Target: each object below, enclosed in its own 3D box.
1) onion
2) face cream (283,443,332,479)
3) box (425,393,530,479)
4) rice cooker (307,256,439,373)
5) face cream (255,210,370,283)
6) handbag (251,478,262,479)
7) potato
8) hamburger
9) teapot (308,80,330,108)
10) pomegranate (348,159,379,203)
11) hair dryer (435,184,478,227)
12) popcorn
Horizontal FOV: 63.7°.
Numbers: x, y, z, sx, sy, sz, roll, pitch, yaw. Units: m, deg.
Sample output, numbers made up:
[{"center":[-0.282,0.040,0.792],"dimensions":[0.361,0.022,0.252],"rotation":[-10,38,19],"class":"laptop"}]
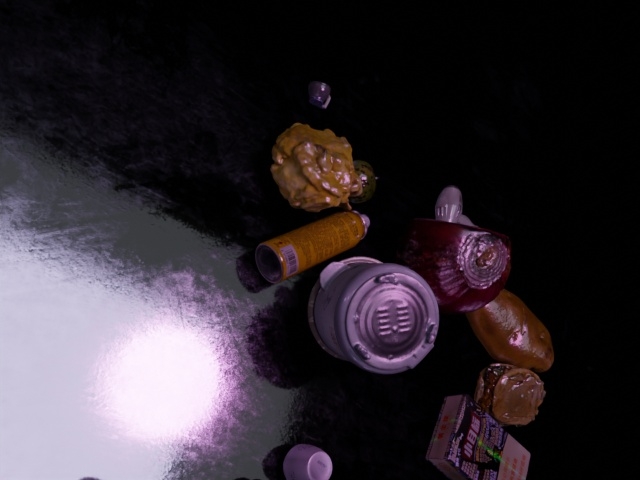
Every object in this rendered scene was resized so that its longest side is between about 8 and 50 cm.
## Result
[{"center":[0.378,0.081,1.450],"dimensions":[0.336,0.282,0.260],"rotation":[12,85,-29],"class":"onion"},{"center":[-0.027,0.485,1.103],"dimensions":[0.091,0.095,0.091],"rotation":[13,66,-32],"class":"face cream"},{"center":[0.442,0.596,1.423],"dimensions":[0.310,0.084,0.198],"rotation":[44,53,-16],"class":"box"},{"center":[0.120,0.173,1.214],"dimensions":[0.264,0.316,0.316],"rotation":[-46,103,-12],"class":"rice cooker"},{"center":[0.000,0.000,1.307],"dimensions":[0.348,0.105,0.105],"rotation":[-25,88,-40],"class":"face cream"},{"center":[-0.076,0.635,1.029],"dimensions":[0.332,0.075,0.192],"rotation":[46,55,-18],"class":"handbag"},{"center":[0.575,0.266,1.619],"dimensions":[0.195,0.176,0.369],"rotation":[-45,95,3],"class":"potato"},{"center":[0.547,0.457,1.528],"dimensions":[0.206,0.130,0.183],"rotation":[11,92,-15],"class":"hamburger"},{"center":[-0.002,-0.421,1.505],"dimensions":[0.088,0.066,0.057],"rotation":[27,76,-53],"class":"teapot"},{"center":[0.084,-0.165,1.441],"dimensions":[0.161,0.122,0.122],"rotation":[2,68,0],"class":"pomegranate"},{"center":[0.450,-0.019,1.686],"dimensions":[0.267,0.092,0.229],"rotation":[47,58,-26],"class":"hair dryer"},{"center":[-0.012,-0.173,1.321],"dimensions":[0.266,0.192,0.233],"rotation":[37,36,-18],"class":"popcorn"}]
